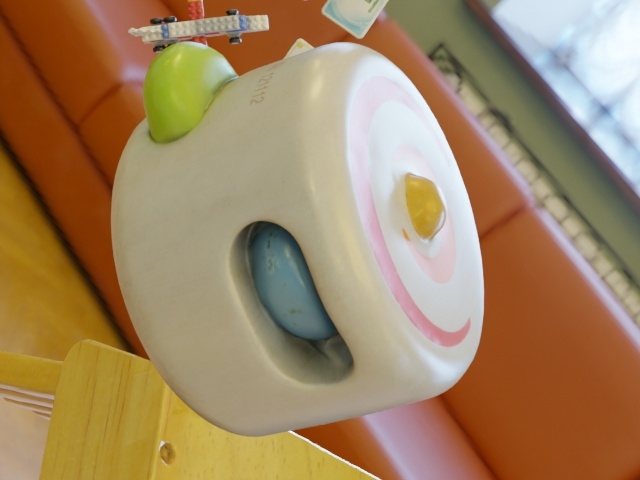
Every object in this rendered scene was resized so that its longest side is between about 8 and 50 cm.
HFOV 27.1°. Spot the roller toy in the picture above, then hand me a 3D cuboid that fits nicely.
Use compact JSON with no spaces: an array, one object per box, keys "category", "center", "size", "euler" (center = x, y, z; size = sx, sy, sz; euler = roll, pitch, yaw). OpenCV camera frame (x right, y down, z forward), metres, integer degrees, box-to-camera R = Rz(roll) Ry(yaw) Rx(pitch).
[{"category":"roller toy","center":[0.000,0.000,0.702],"size":[0.209,0.146,0.191],"euler":[32,48,-55]}]

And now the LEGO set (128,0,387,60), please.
[{"category":"LEGO set","center":[-0.062,-0.215,1.304],"size":[0.182,0.244,0.060],"euler":[36,1,1]}]

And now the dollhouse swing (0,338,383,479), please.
[{"category":"dollhouse swing","center":[-0.141,0.262,1.117],"size":[0.347,0.305,0.315],"euler":[36,51,-46]}]
